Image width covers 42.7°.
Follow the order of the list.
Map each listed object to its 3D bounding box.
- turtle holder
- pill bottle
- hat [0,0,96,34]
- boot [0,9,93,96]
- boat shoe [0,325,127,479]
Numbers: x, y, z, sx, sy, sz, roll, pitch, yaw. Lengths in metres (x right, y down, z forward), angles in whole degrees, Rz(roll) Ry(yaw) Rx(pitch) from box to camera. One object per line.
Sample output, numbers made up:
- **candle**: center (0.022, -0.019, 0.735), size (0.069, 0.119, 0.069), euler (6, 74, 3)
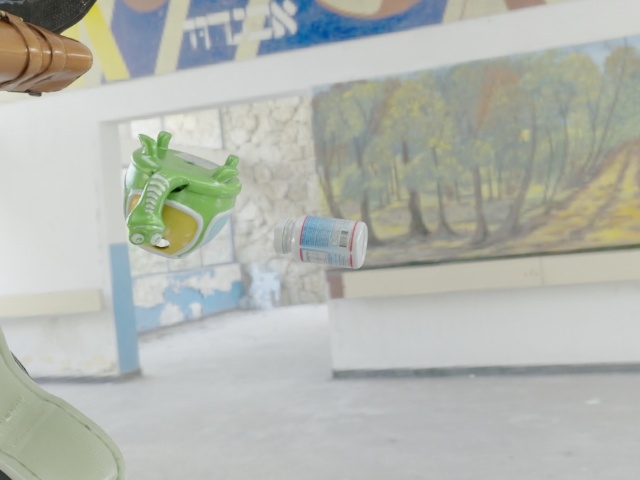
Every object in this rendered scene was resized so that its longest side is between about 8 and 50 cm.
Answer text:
- **turtle holder**: center (-0.288, -0.077, 1.688), size (0.243, 0.227, 0.320), euler (15, 14, -25)
- **pill bottle**: center (0.000, 0.000, 1.484), size (0.160, 0.087, 0.087), euler (7, 3, 13)
- **hat**: center (-0.459, -0.426, 1.111), size (0.134, 0.331, 0.331), euler (4, 7, 41)
- **boot**: center (-0.323, -0.183, 0.807), size (0.220, 0.109, 0.283), euler (4, 3, -45)
- **boat shoe**: center (-0.345, 0.157, 0.811), size (0.113, 0.340, 0.127), euler (-45, 7, 41)
